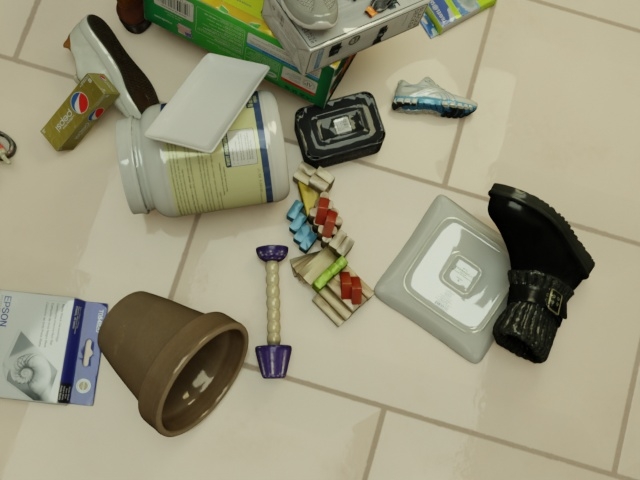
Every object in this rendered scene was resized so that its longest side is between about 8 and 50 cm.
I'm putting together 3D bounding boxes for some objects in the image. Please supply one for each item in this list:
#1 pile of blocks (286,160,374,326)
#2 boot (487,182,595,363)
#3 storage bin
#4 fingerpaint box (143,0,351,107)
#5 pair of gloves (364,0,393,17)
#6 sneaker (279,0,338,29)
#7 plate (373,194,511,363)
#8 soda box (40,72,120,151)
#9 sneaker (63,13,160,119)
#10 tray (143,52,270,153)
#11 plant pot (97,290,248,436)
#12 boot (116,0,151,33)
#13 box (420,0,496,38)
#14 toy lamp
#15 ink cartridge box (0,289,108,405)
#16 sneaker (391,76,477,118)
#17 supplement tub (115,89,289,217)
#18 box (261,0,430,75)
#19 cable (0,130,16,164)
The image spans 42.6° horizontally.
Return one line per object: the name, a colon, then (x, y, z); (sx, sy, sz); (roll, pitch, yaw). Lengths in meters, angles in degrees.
pile of blocks: (0.000, 0.000, 1.729); (0.149, 0.112, 0.362); (-19, 80, -6)
boot: (0.408, 0.073, 1.661); (0.348, 0.131, 0.260); (41, 77, -29)
storage bin: (0.041, -0.239, 1.793); (0.180, 0.084, 0.122); (-16, 80, -5)
fingerpaint box: (-0.097, -0.551, 1.774); (0.445, 0.163, 0.371); (27, 65, 2)
pair of gloves: (0.096, -0.472, 1.579); (0.083, 0.010, 0.074); (43, 66, 8)
sneaker: (-0.029, -0.517, 1.518); (0.105, 0.115, 0.281); (-9, 69, -14)
plate: (0.300, 0.077, 1.763); (0.277, 0.045, 0.278); (35, 79, 4)
soda box: (-0.511, -0.271, 1.742); (0.181, 0.058, 0.061); (-43, 83, 23)
sneaker: (-0.456, -0.341, 1.799); (0.123, 0.106, 0.290); (-32, 90, 27)
tray: (-0.213, -0.263, 1.587); (0.145, 0.030, 0.270); (15, 52, 16)
plant pot: (-0.308, 0.217, 1.624); (0.229, 0.263, 0.263); (32, 78, 23)
boot: (-0.378, -0.607, 1.744); (0.096, 0.280, 0.264); (30, 79, 3)
box: (0.305, -0.555, 1.890); (0.178, 0.042, 0.109); (-30, 81, -9)
toy lamp: (-0.100, 0.150, 1.714); (0.080, 0.080, 0.274); (-1, 76, -3)
ink cartridge box: (-0.567, 0.222, 1.690); (0.224, 0.045, 0.223); (5, 78, -2)
sneaker: (0.257, -0.325, 1.830); (0.191, 0.071, 0.082); (8, 73, -1)
supplement tub: (-0.238, -0.174, 1.688); (0.325, 0.235, 0.235); (-9, 79, -5)
box: (0.050, -0.460, 1.620); (0.290, 0.087, 0.169); (-29, 75, -20)
cable: (-0.764, -0.249, 1.760); (0.139, 0.072, 0.287); (-33, 80, -21)
